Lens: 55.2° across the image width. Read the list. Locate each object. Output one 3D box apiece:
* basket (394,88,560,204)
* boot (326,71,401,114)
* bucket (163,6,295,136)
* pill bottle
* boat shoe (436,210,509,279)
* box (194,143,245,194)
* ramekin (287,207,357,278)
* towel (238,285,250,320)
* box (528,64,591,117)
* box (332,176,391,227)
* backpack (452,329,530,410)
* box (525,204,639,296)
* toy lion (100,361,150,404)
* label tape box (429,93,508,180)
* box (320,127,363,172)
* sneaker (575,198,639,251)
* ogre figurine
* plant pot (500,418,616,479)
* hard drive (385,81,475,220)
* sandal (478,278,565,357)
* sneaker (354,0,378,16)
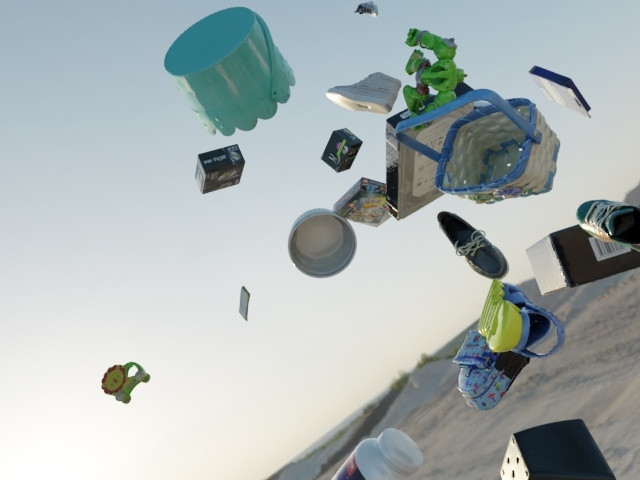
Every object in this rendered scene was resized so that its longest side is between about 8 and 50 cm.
[{"bbox_3d":[0.329,-0.193,1.240,0.255,0.289,0.201,-12,54,57],"label":"basket"},{"bbox_3d":[0.150,-0.505,2.060,0.123,0.258,0.095,-63,-31,-12],"label":"boot"},{"bbox_3d":[-0.216,-0.402,1.442,0.281,0.281,0.183,-37,-45,-3],"label":"bucket"},{"bbox_3d":[0.126,0.649,1.599,0.323,0.181,0.181,-57,-20,18],"label":"pill bottle"},{"bbox_3d":[0.408,0.007,1.662,0.095,0.254,0.079,-42,-38,13],"label":"boat shoe"},{"bbox_3d":[-0.354,-0.247,2.148,0.147,0.077,0.180,-19,-14,-22],"label":"box"},{"bbox_3d":[0.000,0.000,1.842,0.207,0.207,0.109,-39,20,7],"label":"ramekin"},{"bbox_3d":[-0.203,0.168,1.641,0.009,0.060,0.083,-2,-69,-28],"label":"towel"},{"bbox_3d":[0.742,-0.457,1.877,0.036,0.225,0.136,-45,-59,10],"label":"box"},{"bbox_3d":[0.152,-0.112,1.877,0.159,0.044,0.233,15,-22,-16],"label":"box"},{"bbox_3d":[0.395,0.317,1.488,0.173,0.117,0.158,-55,13,-14],"label":"backpack"},{"bbox_3d":[0.835,0.039,1.902,0.296,0.182,0.294,-17,-12,1],"label":"box"},{"bbox_3d":[-0.448,0.315,1.390,0.100,0.096,0.034,-47,-32,-7],"label":"toy lion"},{"bbox_3d":[0.455,-0.342,2.043,0.115,0.348,0.249,-27,-53,-49],"label":"label tape box"},{"bbox_3d":[0.050,-0.212,1.442,0.052,0.062,0.083,-25,-31,-47],"label":"box"},{"bbox_3d":[0.697,-0.047,1.431,0.108,0.121,0.302,-62,25,6],"label":"sneaker"},{"bbox_3d":[0.223,-0.323,1.226,0.097,0.118,0.197,14,-91,-38],"label":"ogre figurine"},{"bbox_3d":[0.505,0.517,1.349,0.188,0.167,0.187,-89,5,-65],"label":"plant pot"},{"bbox_3d":[0.277,-0.221,1.580,0.237,0.064,0.339,-30,-34,-17],"label":"hard drive"},{"bbox_3d":[0.413,0.169,1.277,0.317,0.138,0.126,-55,-22,-75],"label":"sandal"},{"bbox_3d":[0.141,-0.721,1.923,0.069,0.098,0.038,-11,-57,-4],"label":"sneaker"}]
